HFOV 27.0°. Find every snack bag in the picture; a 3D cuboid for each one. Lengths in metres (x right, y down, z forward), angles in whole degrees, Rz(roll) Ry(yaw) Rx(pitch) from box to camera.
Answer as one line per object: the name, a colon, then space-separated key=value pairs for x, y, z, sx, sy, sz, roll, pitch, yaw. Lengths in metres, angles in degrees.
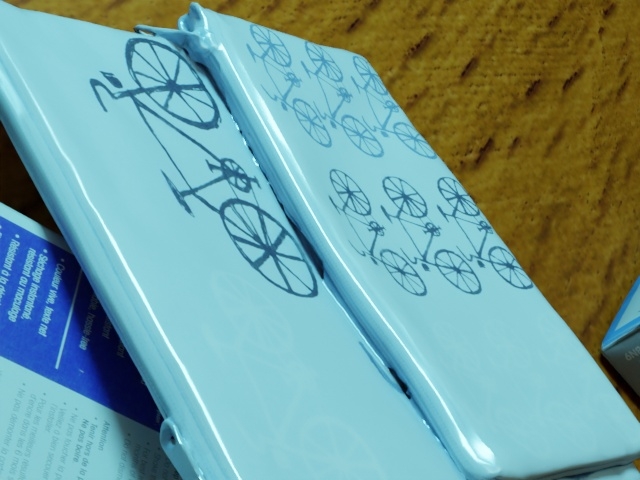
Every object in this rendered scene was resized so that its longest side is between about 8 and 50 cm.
snack bag: x=0.000 y=0.000 z=0.663 sx=0.343 sy=0.037 sz=0.323 roll=5 pitch=46 yaw=-52

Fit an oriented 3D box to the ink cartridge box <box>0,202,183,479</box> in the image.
ink cartridge box: x=-0.142 y=0.063 z=0.520 sx=0.333 sy=0.065 sz=0.165 roll=30 pitch=42 yaw=-24

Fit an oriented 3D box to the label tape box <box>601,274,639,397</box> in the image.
label tape box: x=0.380 y=0.124 z=0.968 sx=0.347 sy=0.115 sz=0.249 roll=48 pitch=38 yaw=-3
